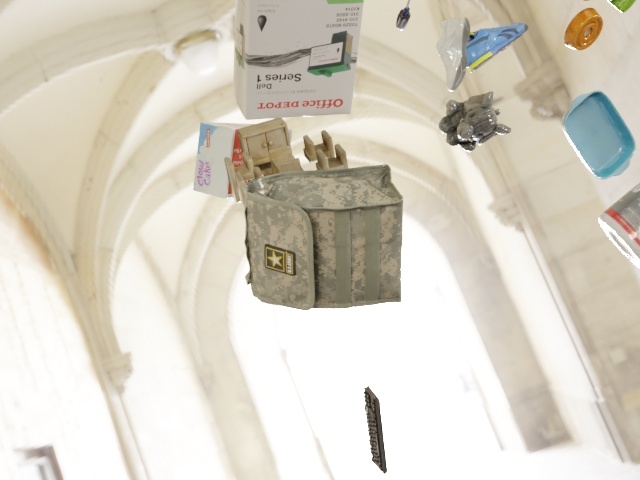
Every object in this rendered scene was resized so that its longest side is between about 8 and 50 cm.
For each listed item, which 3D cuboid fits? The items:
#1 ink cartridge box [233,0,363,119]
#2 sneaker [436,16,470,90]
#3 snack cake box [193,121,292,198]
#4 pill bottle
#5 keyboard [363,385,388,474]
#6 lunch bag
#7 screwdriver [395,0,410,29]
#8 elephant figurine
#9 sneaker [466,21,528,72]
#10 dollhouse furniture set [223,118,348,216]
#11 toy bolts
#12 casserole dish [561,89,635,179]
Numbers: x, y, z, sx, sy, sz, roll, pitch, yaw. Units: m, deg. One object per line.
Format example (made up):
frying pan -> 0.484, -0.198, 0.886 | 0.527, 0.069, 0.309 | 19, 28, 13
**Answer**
ink cartridge box -> -0.032, -0.280, 1.238 | 0.160, 0.092, 0.219 | -6, -53, -15
sneaker -> 0.274, -0.389, 1.908 | 0.061, 0.152, 0.054 | 9, 9, 26
snack cake box -> -0.169, -0.181, 2.033 | 0.089, 0.152, 0.264 | 14, 11, 24
pill bottle -> 0.763, -0.081, 1.977 | 0.283, 0.161, 0.161 | -40, -13, 6
keyboard -> 0.115, 0.409, 1.994 | 0.023, 0.180, 0.108 | -9, 14, -12
lunch bag -> 0.000, 0.000, 1.674 | 0.287, 0.169, 0.235 | -5, -57, -6
screwdriver -> 0.152, -0.408, 1.588 | 0.024, 0.025, 0.170 | -3, -9, -5
elephant figurine -> 0.443, -0.326, 2.529 | 0.169, 0.186, 0.239 | 25, -5, -15
sneaker -> 0.391, -0.464, 2.087 | 0.209, 0.082, 0.069 | -35, -5, -26
dollhouse furniture set -> -0.075, -0.120, 1.829 | 0.212, 0.161, 0.242 | -17, 33, -12
toy bolts -> 0.574, -0.572, 2.063 | 0.218, 0.158, 0.228 | -51, -36, 12
casserole dish -> 0.539, -0.207, 1.785 | 0.114, 0.188, 0.037 | -42, 21, -6
